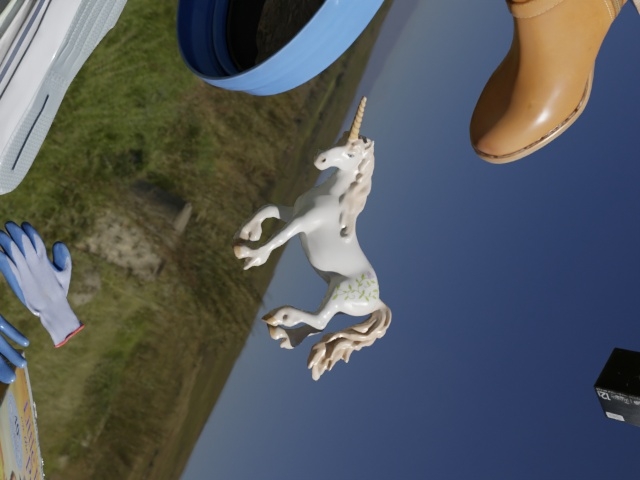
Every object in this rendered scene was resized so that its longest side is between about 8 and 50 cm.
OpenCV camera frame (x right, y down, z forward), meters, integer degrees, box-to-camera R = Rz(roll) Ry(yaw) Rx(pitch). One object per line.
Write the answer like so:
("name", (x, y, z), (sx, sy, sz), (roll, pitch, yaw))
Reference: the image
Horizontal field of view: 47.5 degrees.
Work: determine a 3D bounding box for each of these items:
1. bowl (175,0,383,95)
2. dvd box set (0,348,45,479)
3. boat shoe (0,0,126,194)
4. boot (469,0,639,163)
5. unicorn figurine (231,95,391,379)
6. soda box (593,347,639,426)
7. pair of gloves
("bowl", (-0.037, -0.364, 0.912), (0.391, 0.077, 0.392), (-22, -122, 40))
("dvd box set", (-0.347, 0.325, 0.766), (0.420, 0.062, 0.308), (-148, -127, -72))
("boat shoe", (-0.196, -0.145, 0.486), (0.226, 0.075, 0.083), (-63, -177, -8))
("boot", (0.137, -0.146, 0.463), (0.152, 0.073, 0.197), (12, 120, -52))
("unicorn figurine", (0.000, 0.000, 0.480), (0.111, 0.162, 0.060), (-23, -163, -3))
("soda box", (0.359, 0.155, 0.702), (0.168, 0.053, 0.060), (7, -134, 48))
("pair of gloves", (-0.350, 0.066, 0.818), (0.023, 0.159, 0.198), (-20, -168, 37))
